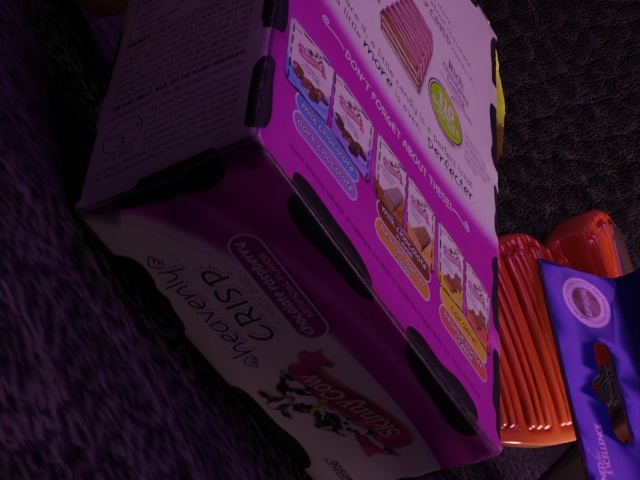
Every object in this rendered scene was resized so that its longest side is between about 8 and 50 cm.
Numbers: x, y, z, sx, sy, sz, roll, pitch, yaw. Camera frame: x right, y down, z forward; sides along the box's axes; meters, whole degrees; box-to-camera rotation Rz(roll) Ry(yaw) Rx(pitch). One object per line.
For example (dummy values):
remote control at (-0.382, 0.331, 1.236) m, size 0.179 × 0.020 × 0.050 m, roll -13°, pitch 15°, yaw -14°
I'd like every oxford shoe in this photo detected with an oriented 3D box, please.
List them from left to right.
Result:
oxford shoe at (0.106, 0.066, 1.034) m, size 0.364 × 0.133 × 0.130 m, roll -14°, pitch 88°, yaw -65°

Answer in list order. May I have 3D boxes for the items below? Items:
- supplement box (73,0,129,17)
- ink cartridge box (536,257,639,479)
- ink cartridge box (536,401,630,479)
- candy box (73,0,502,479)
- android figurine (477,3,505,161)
supplement box at (-0.078, -0.220, 0.698) m, size 0.080 × 0.078 × 0.233 m, roll 32°, pitch 55°, yaw -68°
ink cartridge box at (0.307, 0.107, 0.973) m, size 0.371 × 0.069 × 0.175 m, roll 13°, pitch 48°, yaw -26°
ink cartridge box at (0.246, 0.156, 1.067) m, size 0.128 × 0.176 × 0.127 m, roll 48°, pitch 48°, yaw 8°
candy box at (0.001, -0.048, 0.584) m, size 0.159 × 0.071 × 0.233 m, roll 53°, pitch 29°, yaw -35°
android figurine at (0.051, -0.121, 1.202) m, size 0.273 × 0.056 × 0.248 m, roll 45°, pitch -39°, yaw 49°
